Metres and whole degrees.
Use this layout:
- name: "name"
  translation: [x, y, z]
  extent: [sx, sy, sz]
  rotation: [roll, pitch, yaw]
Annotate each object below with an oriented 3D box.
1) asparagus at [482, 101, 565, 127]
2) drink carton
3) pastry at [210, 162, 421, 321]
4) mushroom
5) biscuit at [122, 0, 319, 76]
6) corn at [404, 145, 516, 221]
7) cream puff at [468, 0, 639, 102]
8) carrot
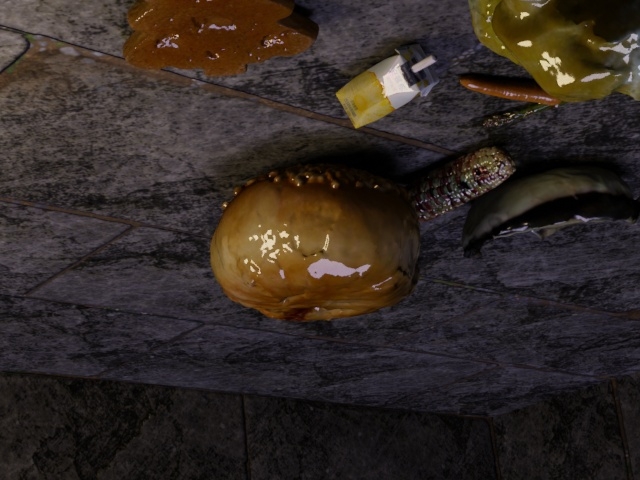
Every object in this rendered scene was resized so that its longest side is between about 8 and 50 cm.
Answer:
- name: "asparagus"
  translation: [0.383, -0.229, 2.172]
  extent: [0.248, 0.024, 0.025]
  rotation: [-17, 114, 28]
- name: "drink carton"
  translation: [0.118, -0.243, 1.970]
  extent: [0.200, 0.084, 0.074]
  rotation: [-26, -176, 43]
- name: "pastry"
  translation: [0.000, 0.000, 2.351]
  extent: [0.409, 0.245, 0.409]
  rotation: [0, 163, 0]
- name: "mushroom"
  translation: [0.430, -0.062, 2.506]
  extent: [0.344, 0.130, 0.247]
  rotation: [-13, 175, 21]
- name: "biscuit"
  translation: [-0.141, -0.310, 1.772]
  extent: [0.278, 0.043, 0.301]
  rotation: [-3, 158, -1]
- name: "corn"
  translation: [0.251, -0.107, 2.381]
  extent: [0.086, 0.086, 0.253]
  rotation: [13, 150, -42]
- name: "cream puff"
  translation: [0.345, -0.314, 1.524]
  extent: [0.378, 0.378, 0.275]
  rotation: [-10, 160, 11]
- name: "carrot"
  translation: [0.304, -0.241, 2.098]
  extent: [0.190, 0.037, 0.037]
  rotation: [3, 158, -20]
